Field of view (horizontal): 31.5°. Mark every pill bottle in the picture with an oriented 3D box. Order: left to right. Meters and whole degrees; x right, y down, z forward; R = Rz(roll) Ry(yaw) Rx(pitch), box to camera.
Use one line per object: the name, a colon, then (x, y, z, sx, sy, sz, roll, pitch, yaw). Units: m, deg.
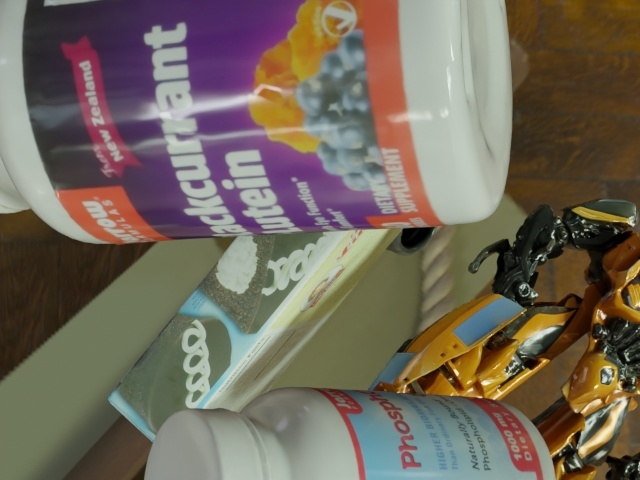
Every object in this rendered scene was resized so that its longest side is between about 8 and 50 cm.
pill bottle: (-0.040, -0.054, 0.374, 0.193, 0.108, 0.108, -3, 75, 18)
pill bottle: (0.013, 0.105, 0.467, 0.160, 0.087, 0.087, 9, 74, -34)

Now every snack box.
snack box: (0.000, 0.000, 0.808, 0.060, 0.187, 0.322, 41, 99, 11)

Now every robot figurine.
robot figurine: (0.155, 0.103, 0.754, 0.291, 0.085, 0.211, -35, 99, -15)

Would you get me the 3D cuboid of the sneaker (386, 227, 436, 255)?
sneaker: (0.014, -0.082, 1.056, 0.296, 0.147, 0.105, 42, 70, -45)
